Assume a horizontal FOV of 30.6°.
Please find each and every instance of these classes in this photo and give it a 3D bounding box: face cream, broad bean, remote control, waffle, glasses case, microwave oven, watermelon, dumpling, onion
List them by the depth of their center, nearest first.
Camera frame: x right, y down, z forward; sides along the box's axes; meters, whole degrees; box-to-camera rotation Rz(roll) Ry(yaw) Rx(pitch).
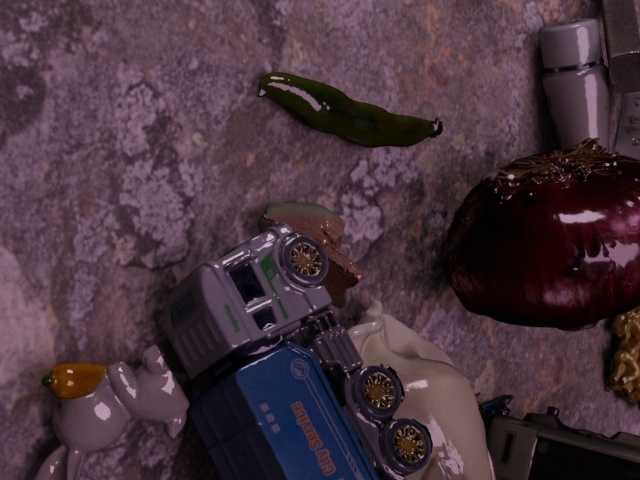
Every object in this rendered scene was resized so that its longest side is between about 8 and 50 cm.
[{"bbox_3d":[-0.010,-0.001,1.339,0.155,0.080,0.101,25,69,-23],"label":"watermelon"},{"bbox_3d":[0.044,-0.142,1.383,0.297,0.043,0.060,11,75,-40],"label":"broad bean"},{"bbox_3d":[0.105,0.225,1.400,0.318,0.187,0.243,56,32,-10],"label":"dumpling"},{"bbox_3d":[0.298,0.011,1.438,0.314,0.314,0.232,-23,106,-36],"label":"onion"},{"bbox_3d":[0.424,0.378,1.480,0.333,0.394,0.247,30,75,-51],"label":"microwave oven"},{"bbox_3d":[0.411,-0.296,1.605,0.071,0.047,0.205,64,23,-45],"label":"glasses case"},{"bbox_3d":[0.364,-0.145,1.611,0.143,0.089,0.314,-63,142,-75],"label":"face cream"},{"bbox_3d":[0.486,-0.193,1.651,0.055,0.109,0.313,67,34,-44],"label":"remote control"},{"bbox_3d":[0.530,0.142,1.806,0.245,0.052,0.254,17,82,-40],"label":"waffle"}]

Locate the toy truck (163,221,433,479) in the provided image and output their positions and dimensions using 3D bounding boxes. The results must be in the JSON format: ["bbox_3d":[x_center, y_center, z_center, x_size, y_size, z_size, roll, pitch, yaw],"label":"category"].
[{"bbox_3d":[-0.022,0.173,1.205,0.175,0.146,0.367,-20,77,-39],"label":"toy truck"}]

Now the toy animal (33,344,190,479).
[{"bbox_3d":[-0.220,0.183,1.149,0.181,0.131,0.127,-28,79,-9],"label":"toy animal"}]

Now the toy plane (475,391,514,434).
[{"bbox_3d":[0.211,0.237,1.540,0.188,0.062,0.135,-16,103,-37],"label":"toy plane"}]
